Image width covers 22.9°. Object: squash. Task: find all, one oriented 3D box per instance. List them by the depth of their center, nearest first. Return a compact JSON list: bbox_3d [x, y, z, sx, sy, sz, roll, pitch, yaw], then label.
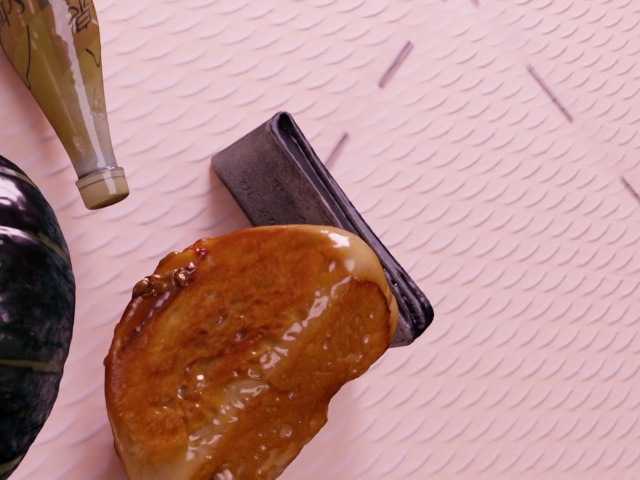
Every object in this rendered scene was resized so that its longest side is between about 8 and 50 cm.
[{"bbox_3d":[-0.260,0.055,0.999,0.165,0.252,0.252,14,61,-32],"label":"squash"}]

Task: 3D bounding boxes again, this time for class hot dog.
[{"bbox_3d":[-0.070,0.090,1.211,0.256,0.153,0.150,-49,140,-16],"label":"hot dog"}]

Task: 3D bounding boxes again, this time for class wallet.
[{"bbox_3d":[-0.002,0.001,1.327,0.036,0.167,0.222,-38,97,-22],"label":"wallet"}]

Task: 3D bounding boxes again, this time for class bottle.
[{"bbox_3d":[-0.212,-0.154,1.262,0.083,0.083,0.269,-13,80,-45],"label":"bottle"}]

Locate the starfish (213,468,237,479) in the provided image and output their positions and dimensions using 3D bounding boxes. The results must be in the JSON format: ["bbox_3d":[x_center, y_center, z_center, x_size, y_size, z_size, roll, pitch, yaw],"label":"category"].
[{"bbox_3d":[-0.087,0.292,1.134,0.138,0.050,0.247,-39,128,-52],"label":"starfish"}]
